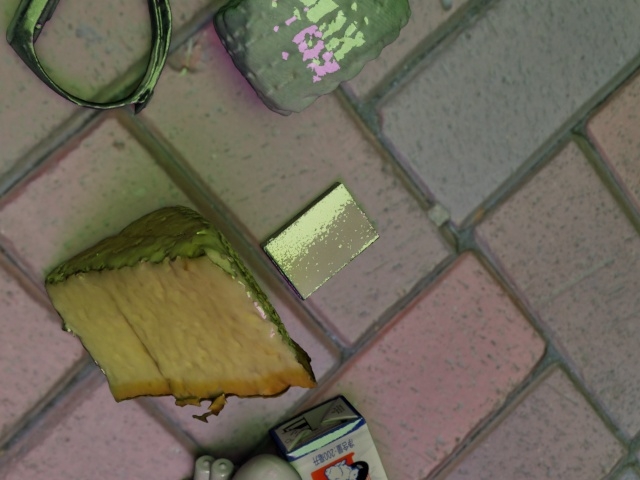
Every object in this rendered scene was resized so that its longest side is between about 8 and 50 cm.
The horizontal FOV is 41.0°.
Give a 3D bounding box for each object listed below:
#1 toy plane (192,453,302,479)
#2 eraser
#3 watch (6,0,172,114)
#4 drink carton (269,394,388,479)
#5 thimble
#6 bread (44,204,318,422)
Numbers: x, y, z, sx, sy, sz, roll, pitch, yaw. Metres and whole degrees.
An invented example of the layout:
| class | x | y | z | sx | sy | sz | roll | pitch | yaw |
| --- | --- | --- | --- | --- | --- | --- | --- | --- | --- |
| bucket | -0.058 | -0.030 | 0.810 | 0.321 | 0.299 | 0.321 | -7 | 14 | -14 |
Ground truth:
| class | x | y | z | sx | sy | sz | roll | pitch | yaw |
| --- | --- | --- | --- | --- | --- | --- | --- | --- | --- |
| toy plane | -0.089 | 0.406 | 1.170 | 0.122 | 0.266 | 0.267 | -29 | 110 | -53 |
| eraser | 0.000 | 0.000 | 1.232 | 0.150 | 0.023 | 0.104 | -40 | 107 | -10 |
| watch | -0.279 | -0.272 | 1.085 | 0.193 | 0.068 | 0.206 | 28 | 92 | -23 |
| drink carton | 0.043 | 0.400 | 1.259 | 0.130 | 0.106 | 0.315 | -24 | 105 | -12 |
| thimble | 0.000 | -0.284 | 1.098 | 0.250 | 0.205 | 0.172 | -41 | 108 | -14 |
| bread | -0.186 | 0.113 | 1.048 | 0.279 | 0.315 | 0.249 | -29 | 104 | -2 |
